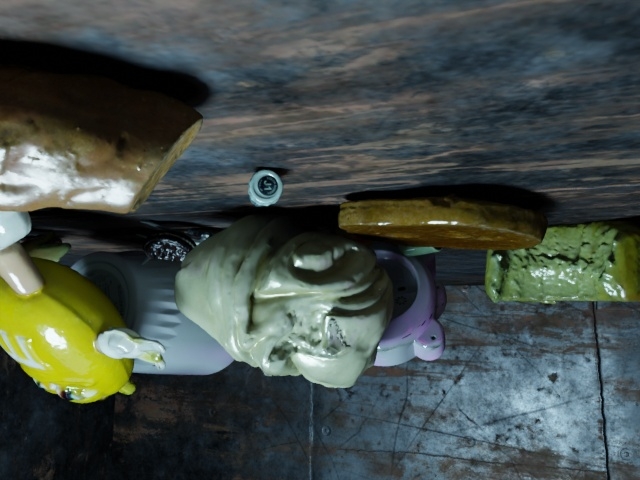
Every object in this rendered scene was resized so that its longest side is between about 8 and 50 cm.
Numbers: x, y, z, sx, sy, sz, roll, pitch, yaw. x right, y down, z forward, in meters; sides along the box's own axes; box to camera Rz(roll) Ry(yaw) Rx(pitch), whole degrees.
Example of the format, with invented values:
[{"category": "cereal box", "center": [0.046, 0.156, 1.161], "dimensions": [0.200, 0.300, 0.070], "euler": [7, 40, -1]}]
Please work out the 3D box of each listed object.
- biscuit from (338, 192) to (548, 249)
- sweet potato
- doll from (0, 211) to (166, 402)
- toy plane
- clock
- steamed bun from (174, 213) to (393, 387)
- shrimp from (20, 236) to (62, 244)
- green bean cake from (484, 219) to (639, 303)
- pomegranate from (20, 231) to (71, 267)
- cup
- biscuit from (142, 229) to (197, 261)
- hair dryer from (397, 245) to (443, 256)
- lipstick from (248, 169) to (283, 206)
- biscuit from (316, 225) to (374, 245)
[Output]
[{"category": "biscuit", "center": [0.164, -0.023, 0.810], "dimensions": [0.257, 0.049, 0.273], "euler": [1, 172, 26]}, {"category": "sweet potato", "center": [-0.196, -0.063, 0.367], "dimensions": [0.252, 0.097, 0.097], "euler": [3, 173, -26]}, {"category": "doll", "center": [-0.388, 0.092, 0.870], "dimensions": [0.423, 0.161, 0.348], "euler": [44, 145, -18]}, {"category": "toy plane", "center": [-0.218, 0.007, 1.075], "dimensions": [0.226, 0.058, 0.226], "euler": [-6, 160, 18]}, {"category": "clock", "center": [0.110, 0.111, 1.086], "dimensions": [0.228, 0.248, 0.090], "euler": [-11, 135, 5]}, {"category": "steamed bun", "center": [-0.029, 0.067, 0.883], "dimensions": [0.320, 0.206, 0.275], "euler": [9, -159, -37]}, {"category": "shrimp", "center": [-0.595, 0.026, 1.264], "dimensions": [0.190, 0.073, 0.075], "euler": [-18, 118, 42]}, {"category": "green bean cake", "center": [0.407, 0.040, 0.977], "dimensions": [0.236, 0.124, 0.233], "euler": [-4, 172, 37]}, {"category": "pomegranate", "center": [-0.610, 0.057, 1.060], "dimensions": [0.231, 0.231, 0.286], "euler": [-1, -159, 17]}, {"category": "cup", "center": [-0.334, 0.152, 1.253], "dimensions": [0.253, 0.253, 0.371], "euler": [-2, 169, 25]}, {"category": "biscuit", "center": [-0.251, 0.014, 1.015], "dimensions": [0.087, 0.027, 0.089], "euler": [27, 140, -24]}, {"category": "hair dryer", "center": [0.205, 0.000, 1.036], "dimensions": [0.150, 0.047, 0.071], "euler": [-1, 175, -42]}, {"category": "lipstick", "center": [-0.065, -0.052, 0.675], "dimensions": [0.037, 0.037, 0.116], "euler": [2, 176, -10]}, {"category": "biscuit", "center": [0.000, 0.000, 1.084], "dimensions": [0.226, 0.036, 0.166], "euler": [-3, 171, 28]}]
